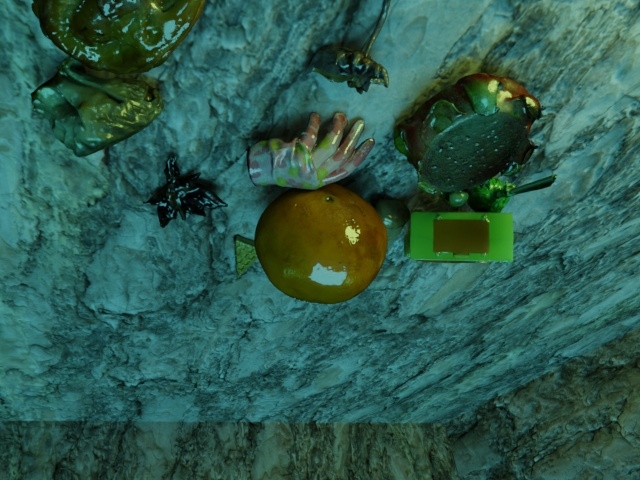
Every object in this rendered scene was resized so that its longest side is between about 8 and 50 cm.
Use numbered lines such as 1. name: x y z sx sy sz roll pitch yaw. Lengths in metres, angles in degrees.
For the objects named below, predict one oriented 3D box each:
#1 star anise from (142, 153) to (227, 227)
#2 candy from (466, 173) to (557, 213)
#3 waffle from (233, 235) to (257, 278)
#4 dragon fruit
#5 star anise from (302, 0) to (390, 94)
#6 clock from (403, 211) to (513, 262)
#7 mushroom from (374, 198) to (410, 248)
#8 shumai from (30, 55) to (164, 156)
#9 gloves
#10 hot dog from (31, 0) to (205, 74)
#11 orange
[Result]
1. star anise: -0.283 -0.092 0.990 0.156 0.054 0.212 17 135 -30
2. candy: 0.404 -0.106 0.976 0.096 0.097 0.323 -5 179 -6
3. waffle: -0.218 0.046 1.216 0.097 0.023 0.152 21 135 -32
4. dragon fruit: 0.286 -0.198 0.903 0.268 0.130 0.295 -1 143 -10
5. star anise: 0.067 -0.362 0.733 0.148 0.218 0.228 20 99 9
6. clock: 0.318 0.000 1.128 0.219 0.106 0.255 1 176 6
7. mushroom: 0.132 0.024 1.207 0.122 0.095 0.351 -14 150 -24
8. shumai: -0.363 -0.228 0.760 0.184 0.184 0.142 -23 112 18
9. gloves: -0.013 -0.161 0.905 0.241 0.126 0.145 -5 140 7
10. hot dog: -0.262 -0.329 0.621 0.259 0.114 0.175 -29 140 27
11. orange: 0.000 0.000 0.986 0.283 0.284 0.226 2 129 -15
